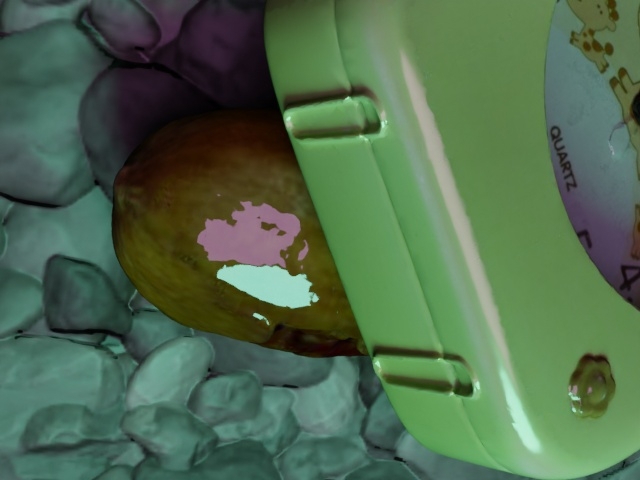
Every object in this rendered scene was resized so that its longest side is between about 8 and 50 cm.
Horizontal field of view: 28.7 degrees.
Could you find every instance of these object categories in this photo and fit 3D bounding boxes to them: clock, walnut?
[{"bbox_3d":[0.136,-0.058,0.550,0.308,0.096,0.235,-28,105,-31],"label":"clock"},{"bbox_3d":[0.000,0.000,0.583,0.207,0.116,0.116,10,110,-26],"label":"walnut"}]
